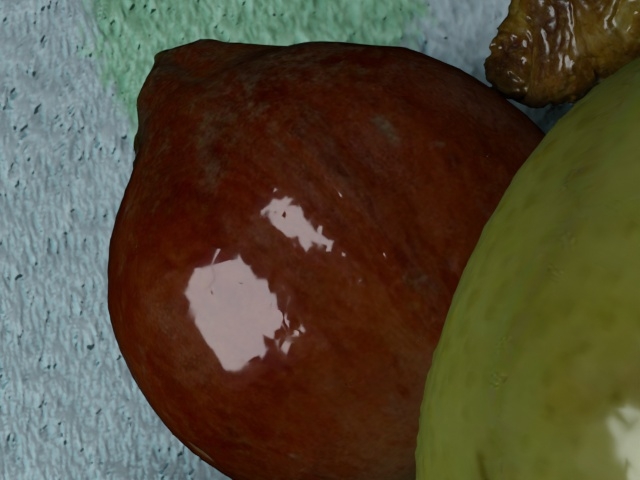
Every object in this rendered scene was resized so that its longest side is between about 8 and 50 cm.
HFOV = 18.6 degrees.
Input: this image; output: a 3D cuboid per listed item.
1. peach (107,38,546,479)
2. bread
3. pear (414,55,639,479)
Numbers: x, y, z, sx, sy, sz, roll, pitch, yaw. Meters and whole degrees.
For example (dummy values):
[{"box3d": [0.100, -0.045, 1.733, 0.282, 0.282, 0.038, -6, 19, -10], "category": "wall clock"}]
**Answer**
[{"box3d": [0.000, 0.000, 0.968, 0.232, 0.232, 0.257, -39, 84, 34], "category": "peach"}, {"box3d": [0.160, -0.148, 0.920, 0.233, 0.076, 0.105, -49, 60, 38], "category": "bread"}, {"box3d": [0.202, 0.085, 0.729, 0.348, 0.348, 0.348, 1, 92, 40], "category": "pear"}]
